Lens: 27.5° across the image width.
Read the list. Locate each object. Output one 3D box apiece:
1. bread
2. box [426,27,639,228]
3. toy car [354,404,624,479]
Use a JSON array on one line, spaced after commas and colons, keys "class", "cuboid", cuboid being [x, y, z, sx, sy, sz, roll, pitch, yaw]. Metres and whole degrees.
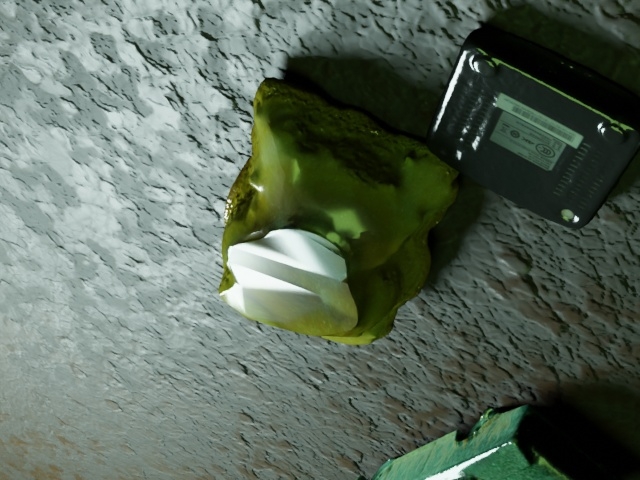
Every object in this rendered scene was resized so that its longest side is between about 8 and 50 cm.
[{"class": "bread", "cuboid": [0.000, 0.000, 0.972, 0.160, 0.088, 0.233, 29, 144, 12]}, {"class": "box", "cuboid": [0.134, -0.067, 0.834, 0.126, 0.027, 0.125, 27, 146, 6]}, {"class": "toy car", "cuboid": [0.132, 0.239, 1.161, 0.141, 0.097, 0.320, 38, 145, -9]}]
